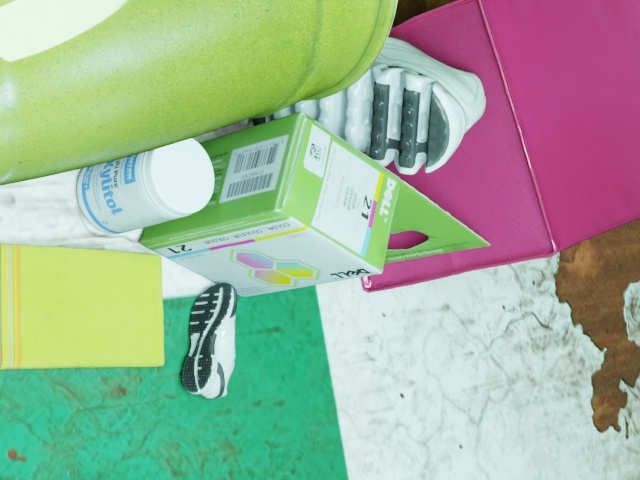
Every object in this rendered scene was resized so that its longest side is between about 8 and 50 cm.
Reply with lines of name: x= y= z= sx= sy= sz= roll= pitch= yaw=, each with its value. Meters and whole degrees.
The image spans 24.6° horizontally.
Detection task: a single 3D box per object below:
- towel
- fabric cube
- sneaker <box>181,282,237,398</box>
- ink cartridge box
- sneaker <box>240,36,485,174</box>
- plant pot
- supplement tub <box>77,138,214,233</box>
towel: x=-0.226 y=0.056 z=1.204 sx=0.237 sy=0.021 sz=0.102 roll=4 pitch=83 yaw=-45
fabric cube: x=0.176 y=-0.113 z=1.475 sx=0.258 sy=0.259 sz=0.254 roll=-21 pitch=96 yaw=-43
sneaker: x=-0.095 y=0.091 z=1.316 sx=0.044 sy=0.040 sz=0.109 roll=40 pitch=57 yaw=-51
ink cartridge box: x=0.000 y=0.000 z=1.317 sx=0.255 sy=0.189 sz=0.097 roll=31 pitch=61 yaw=-36
sneaker: x=0.013 y=-0.147 z=1.329 sx=0.118 sy=0.292 sz=0.110 roll=-37 pitch=143 yaw=-49
plant pot: x=-0.192 y=-0.204 z=1.095 sx=0.353 sy=0.366 sz=0.366 roll=-33 pitch=104 yaw=-33
supplement tub: x=-0.149 y=-0.047 z=1.239 sx=0.071 sy=0.107 sz=0.071 roll=13 pitch=71 yaw=-42
